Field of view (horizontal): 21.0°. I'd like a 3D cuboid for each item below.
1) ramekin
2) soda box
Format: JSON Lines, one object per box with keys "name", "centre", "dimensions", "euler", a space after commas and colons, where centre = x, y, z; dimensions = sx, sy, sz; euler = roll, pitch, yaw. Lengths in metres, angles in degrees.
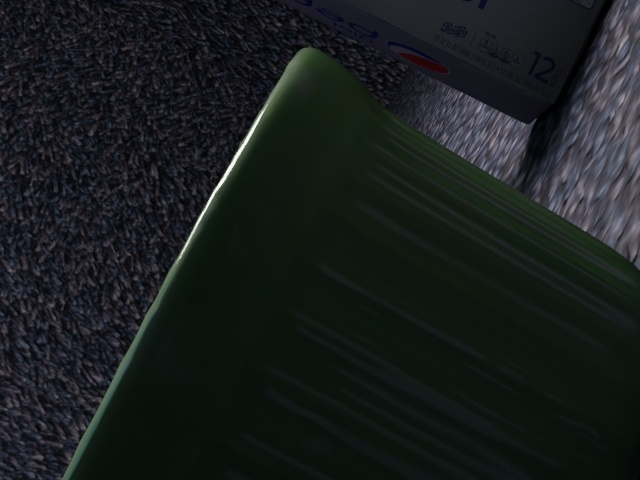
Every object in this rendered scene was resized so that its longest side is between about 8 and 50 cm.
{"name": "ramekin", "centre": [-0.009, 0.101, 0.594], "dimensions": [0.303, 0.148, 0.303], "euler": [-63, 2, 3]}
{"name": "soda box", "centre": [0.036, -0.182, 1.124], "dimensions": [0.091, 0.286, 0.098], "euler": [-64, 1, -5]}
